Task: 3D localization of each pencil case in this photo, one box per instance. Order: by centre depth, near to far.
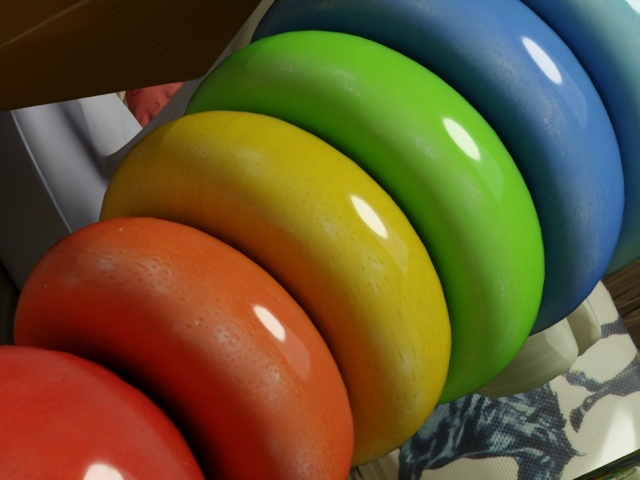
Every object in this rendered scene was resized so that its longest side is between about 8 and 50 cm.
[{"bbox_3d":[0.127,0.195,0.909,0.410,0.183,0.160,65,-19,6],"label":"pencil case"}]

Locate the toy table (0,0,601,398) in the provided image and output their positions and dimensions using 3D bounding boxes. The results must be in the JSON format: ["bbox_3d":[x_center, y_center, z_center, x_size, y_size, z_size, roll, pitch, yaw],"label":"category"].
[{"bbox_3d":[-0.009,-0.009,0.702,0.274,0.161,0.252,51,16,-50],"label":"toy table"}]

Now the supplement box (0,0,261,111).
[{"bbox_3d":[-0.085,-0.164,0.497,0.191,0.129,0.194,-45,-116,52],"label":"supplement box"}]

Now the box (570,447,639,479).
[{"bbox_3d":[0.086,0.226,0.537,0.290,0.177,0.279,65,10,9],"label":"box"}]

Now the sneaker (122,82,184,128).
[{"bbox_3d":[-0.042,-0.036,0.886,0.093,0.088,0.225,44,1,26],"label":"sneaker"}]

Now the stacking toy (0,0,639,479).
[{"bbox_3d":[0.000,0.000,0.464,0.330,0.141,0.141,-42,112,-36],"label":"stacking toy"}]
